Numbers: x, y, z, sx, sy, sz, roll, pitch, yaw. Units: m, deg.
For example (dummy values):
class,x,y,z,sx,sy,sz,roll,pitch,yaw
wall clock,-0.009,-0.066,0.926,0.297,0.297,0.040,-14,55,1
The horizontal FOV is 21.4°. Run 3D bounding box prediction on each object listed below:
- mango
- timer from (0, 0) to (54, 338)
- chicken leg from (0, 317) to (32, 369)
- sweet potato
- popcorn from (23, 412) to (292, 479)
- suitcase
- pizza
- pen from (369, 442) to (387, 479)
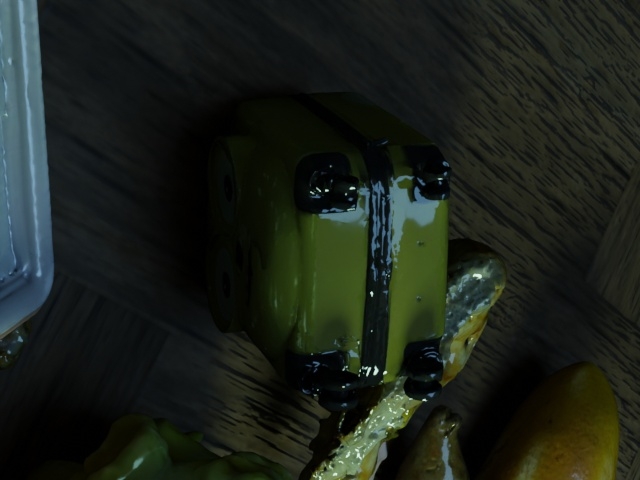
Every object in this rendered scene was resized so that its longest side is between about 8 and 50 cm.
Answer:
class,x,y,z,sx,sy,sz,roll,pitch,yaw
mango,0.220,0.244,1.655,0.187,0.138,0.257,-6,116,-59
timer,-0.263,-0.046,1.013,0.250,0.161,0.257,-26,122,-48
chicken leg,-0.268,0.139,1.123,0.087,0.107,0.251,44,63,-28
sweet potato,0.096,0.314,1.555,0.131,0.131,0.337,-19,118,-42
popcorn,-0.105,0.268,1.190,0.312,0.312,0.312,-20,119,-41
suitcase,0.000,0.000,1.261,0.143,0.235,0.194,-6,111,-19
pizza,0.058,0.123,1.385,0.071,0.189,0.297,38,80,-5
pen,0.032,0.153,1.496,0.053,0.032,0.197,-26,121,-39
